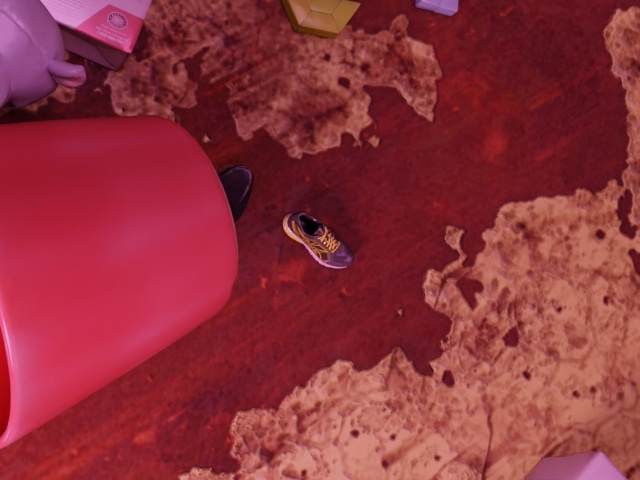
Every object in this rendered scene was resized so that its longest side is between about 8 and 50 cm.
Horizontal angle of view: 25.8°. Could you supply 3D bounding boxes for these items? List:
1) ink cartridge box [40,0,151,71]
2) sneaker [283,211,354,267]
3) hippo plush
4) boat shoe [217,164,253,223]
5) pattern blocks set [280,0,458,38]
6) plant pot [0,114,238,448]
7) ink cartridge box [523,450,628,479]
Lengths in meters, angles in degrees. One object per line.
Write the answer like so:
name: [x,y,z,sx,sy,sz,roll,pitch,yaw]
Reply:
ink cartridge box: [-0.213,-0.283,1.384,0.115,0.067,0.198,23,73,-14]
sneaker: [0.000,0.000,1.414,0.083,0.035,0.031,33,70,-11]
hippo plush: [-0.339,-0.221,1.246,0.294,0.234,0.236,-42,129,-37]
boat shoe: [-0.108,-0.026,1.379,0.049,0.042,0.133,43,66,-4]
pattern blocks set: [0.006,-0.357,1.504,0.325,0.026,0.285,2,78,-20]
plant pot: [-0.224,0.012,1.224,0.243,0.275,0.275,-21,86,-33]
ink cartridge box: [0.226,0.390,1.357,0.223,0.129,0.307,48,67,-4]
